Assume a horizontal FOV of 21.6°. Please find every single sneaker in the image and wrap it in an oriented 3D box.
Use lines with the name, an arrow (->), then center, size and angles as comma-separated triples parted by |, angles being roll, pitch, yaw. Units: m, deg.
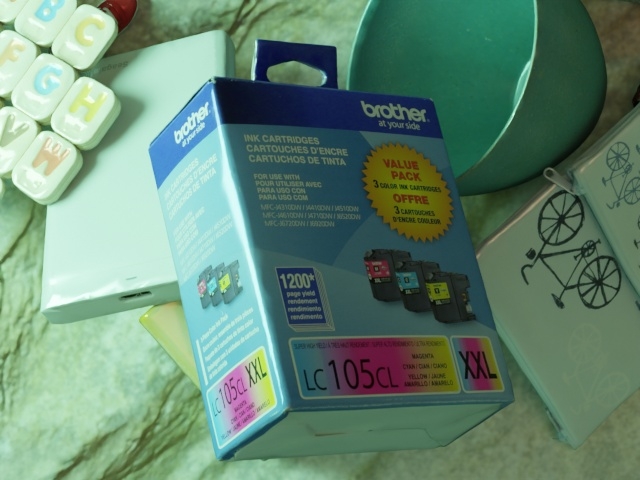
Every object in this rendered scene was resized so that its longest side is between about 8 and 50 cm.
sneaker -> -0.249, -0.236, 1.844 | 0.118, 0.067, 0.042 | -39, 91, -7

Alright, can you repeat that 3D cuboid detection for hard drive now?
hard drive -> -0.187, -0.070, 1.750 | 0.203, 0.040, 0.308 | -12, 56, 15

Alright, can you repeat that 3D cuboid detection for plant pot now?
plant pot -> 0.195, -0.175, 1.806 | 0.195, 0.290, 0.290 | 13, 85, -37

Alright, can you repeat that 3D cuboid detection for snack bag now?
snack bag -> 0.332, 0.027, 1.822 | 0.342, 0.037, 0.323 | -40, 125, -7

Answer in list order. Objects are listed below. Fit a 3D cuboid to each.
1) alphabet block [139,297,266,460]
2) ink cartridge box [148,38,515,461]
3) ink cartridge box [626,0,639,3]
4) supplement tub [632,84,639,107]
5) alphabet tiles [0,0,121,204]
alphabet block -> -0.060, 0.097, 1.782 | 0.192, 0.193, 0.197 | -40, 91, -8
ink cartridge box -> 0.000, 0.000, 1.614 | 0.270, 0.151, 0.395 | 1, 62, -35
ink cartridge box -> 0.320, -0.356, 1.923 | 0.179, 0.045, 0.145 | 9, 85, -8
supplement tub -> 0.442, -0.214, 1.896 | 0.106, 0.106, 0.198 | 31, 83, -3
alphabet tiles -> -0.354, -0.159, 1.792 | 0.284, 0.021, 0.278 | 32, 82, 23
